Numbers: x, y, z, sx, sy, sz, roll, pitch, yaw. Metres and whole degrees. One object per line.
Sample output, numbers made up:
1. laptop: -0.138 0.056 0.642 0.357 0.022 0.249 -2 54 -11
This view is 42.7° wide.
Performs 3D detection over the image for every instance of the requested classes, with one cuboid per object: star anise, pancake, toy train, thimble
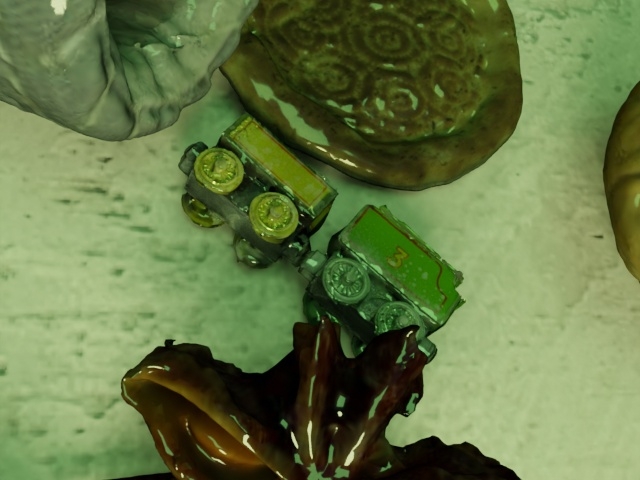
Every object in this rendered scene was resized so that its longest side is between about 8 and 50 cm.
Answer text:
1. star anise: -0.002 0.125 0.429 0.220 0.190 0.126 37 24 0
2. pancake: 0.043 -0.149 0.605 0.250 0.031 0.250 7 67 -16
3. toy train: 0.000 0.000 0.524 0.202 0.060 0.081 41 58 1
4. thimble: -0.138 -0.185 0.464 0.172 0.205 0.236 24 81 12

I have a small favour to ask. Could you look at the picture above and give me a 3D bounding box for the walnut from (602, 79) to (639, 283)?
1. walnut: 0.312 -0.039 0.542 0.257 0.224 0.257 -2 61 4
